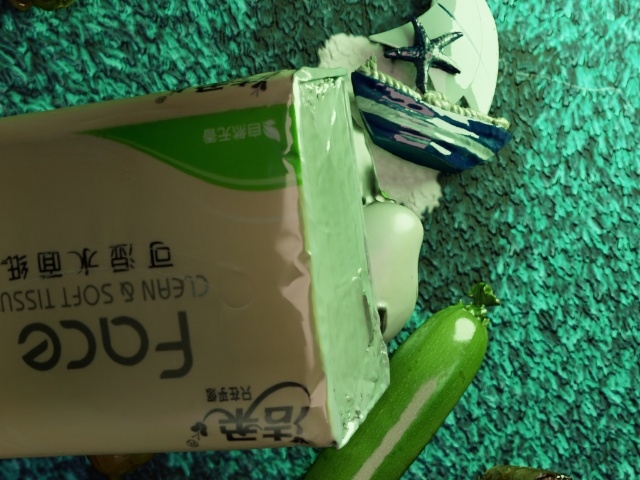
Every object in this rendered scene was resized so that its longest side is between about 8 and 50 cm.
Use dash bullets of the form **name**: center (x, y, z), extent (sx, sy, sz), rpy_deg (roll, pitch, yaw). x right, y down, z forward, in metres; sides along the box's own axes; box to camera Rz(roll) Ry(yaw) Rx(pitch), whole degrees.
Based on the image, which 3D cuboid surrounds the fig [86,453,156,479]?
- **fig**: center (-0.219, 0.225, 1.119), extent (0.084, 0.082, 0.098), rpy_deg (6, 102, -52)

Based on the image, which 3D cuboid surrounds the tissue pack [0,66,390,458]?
- **tissue pack**: center (-0.164, 0.025, 0.976), extent (0.405, 0.205, 0.331), rpy_deg (-6, 96, 19)

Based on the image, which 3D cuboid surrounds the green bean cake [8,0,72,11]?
- **green bean cake**: center (-0.312, -0.384, 1.099), extent (0.230, 0.131, 0.224), rpy_deg (36, 78, -16)

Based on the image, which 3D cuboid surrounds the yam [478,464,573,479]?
- **yam**: center (0.245, 0.307, 1.227), extent (0.079, 0.141, 0.079), rpy_deg (2, 84, -18)

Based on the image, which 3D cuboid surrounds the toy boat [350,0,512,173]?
- **toy boat**: center (0.132, -0.224, 1.270), extent (0.210, 0.070, 0.291), rpy_deg (-5, 84, -23)

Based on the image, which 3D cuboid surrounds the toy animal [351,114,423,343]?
- **toy animal**: center (0.007, -0.003, 1.139), extent (0.212, 0.212, 0.266), rpy_deg (-34, 92, -17)

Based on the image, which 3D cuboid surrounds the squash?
- **squash**: center (0.095, 0.201, 1.209), extent (0.101, 0.101, 0.378), rpy_deg (44, 74, -11)
